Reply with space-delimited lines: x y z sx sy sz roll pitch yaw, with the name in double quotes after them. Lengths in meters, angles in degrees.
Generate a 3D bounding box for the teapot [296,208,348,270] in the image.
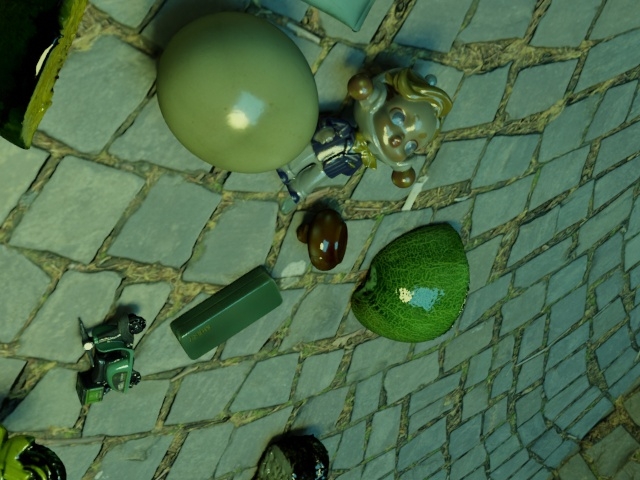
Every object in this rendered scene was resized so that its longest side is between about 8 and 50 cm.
0.000 0.000 1.518 0.129 0.078 0.098 72 31 -65 "teapot"

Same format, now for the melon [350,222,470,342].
0.166 0.106 1.719 0.169 0.129 0.265 4 125 -39 "melon"

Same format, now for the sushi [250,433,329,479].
-0.061 0.505 1.913 0.127 0.124 0.225 -4 129 -38 "sushi"

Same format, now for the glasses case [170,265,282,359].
-0.154 0.121 1.524 0.184 0.039 0.078 -33 142 -11 "glasses case"

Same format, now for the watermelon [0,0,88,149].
-0.318 -0.230 1.017 0.301 0.123 0.129 -60 171 22 "watermelon"

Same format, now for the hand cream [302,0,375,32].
-0.017 -0.354 1.172 0.312 0.070 0.111 6 121 -53 "hand cream"

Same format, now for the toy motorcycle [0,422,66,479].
-0.538 0.369 1.335 0.342 0.206 0.142 -41 176 15 "toy motorcycle"

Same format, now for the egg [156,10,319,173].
-0.097 -0.179 1.156 0.188 0.188 0.253 -47 149 7 "egg"

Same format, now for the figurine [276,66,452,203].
0.067 -0.149 1.387 0.194 0.133 0.274 35 108 -28 "figurine"

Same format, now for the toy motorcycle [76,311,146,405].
-0.324 0.178 1.421 0.100 0.058 0.173 -7 133 -29 "toy motorcycle"
